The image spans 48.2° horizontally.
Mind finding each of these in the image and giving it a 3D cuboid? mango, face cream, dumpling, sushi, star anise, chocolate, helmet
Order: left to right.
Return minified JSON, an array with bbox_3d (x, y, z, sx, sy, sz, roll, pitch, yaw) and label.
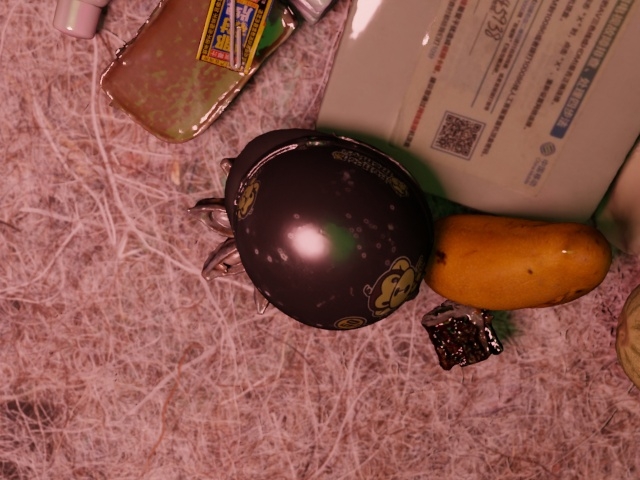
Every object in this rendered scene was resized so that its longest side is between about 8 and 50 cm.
[{"bbox_3d":[-0.299,-0.405,0.953,0.081,0.082,0.269,19,100,0],"label":"face cream"},{"bbox_3d":[-0.168,-0.259,0.971,0.261,0.083,0.161,-43,112,9],"label":"chocolate"},{"bbox_3d":[-0.057,-0.022,0.996,0.223,0.109,0.236,-4,117,12],"label":"star anise"},{"bbox_3d":[0.000,0.000,0.854,0.278,0.160,0.231,31,117,-6],"label":"helmet"},{"bbox_3d":[0.197,0.128,1.009,0.094,0.098,0.084,-26,99,5],"label":"sushi"},{"bbox_3d":[0.239,0.031,0.903,0.177,0.294,0.120,7,91,-30],"label":"mango"},{"bbox_3d":[0.514,-0.077,0.888,0.318,0.243,0.187,-22,114,9],"label":"dumpling"}]

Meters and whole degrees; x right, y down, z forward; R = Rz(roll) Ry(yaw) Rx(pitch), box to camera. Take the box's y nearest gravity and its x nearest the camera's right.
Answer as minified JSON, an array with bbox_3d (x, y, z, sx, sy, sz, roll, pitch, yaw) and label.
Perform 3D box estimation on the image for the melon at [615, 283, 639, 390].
[{"bbox_3d":[0.555,0.140,0.921,0.329,0.248,0.249,11,100,10],"label":"melon"}]

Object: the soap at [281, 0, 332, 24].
[{"bbox_3d":[-0.063,-0.390,0.916,0.230,0.145,0.091,41,90,-9],"label":"soap"}]

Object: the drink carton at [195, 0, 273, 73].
[{"bbox_3d":[-0.097,-0.284,0.862,0.071,0.056,0.166,15,136,-13],"label":"drink carton"}]

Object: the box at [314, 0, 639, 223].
[{"bbox_3d":[0.226,-0.231,0.893,0.396,0.111,0.396,19,121,-2],"label":"box"}]
